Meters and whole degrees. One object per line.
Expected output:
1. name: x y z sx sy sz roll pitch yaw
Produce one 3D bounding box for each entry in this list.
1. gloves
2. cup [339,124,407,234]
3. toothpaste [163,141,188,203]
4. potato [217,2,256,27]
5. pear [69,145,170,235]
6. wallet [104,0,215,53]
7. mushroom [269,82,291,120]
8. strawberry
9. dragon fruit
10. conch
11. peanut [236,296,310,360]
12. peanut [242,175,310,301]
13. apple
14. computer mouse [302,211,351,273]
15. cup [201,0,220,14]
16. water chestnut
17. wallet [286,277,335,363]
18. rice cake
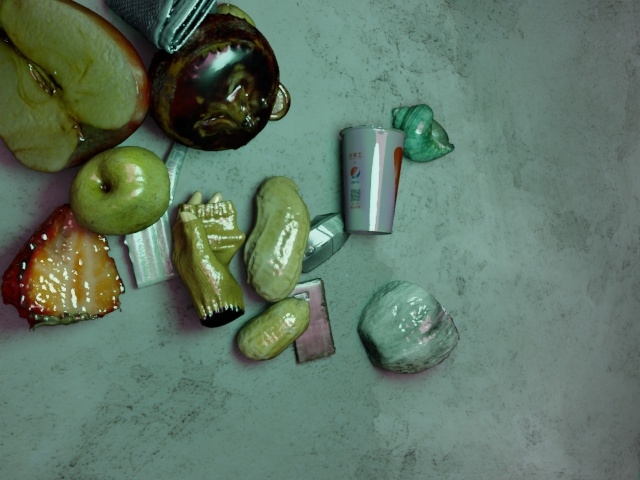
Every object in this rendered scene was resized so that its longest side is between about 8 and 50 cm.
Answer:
1. gloves: -0.290 0.043 1.416 0.203 0.155 0.357 15 66 -65
2. cup: 0.144 -0.165 1.601 0.203 0.203 0.289 6 85 -26
3. toothpaste: -0.378 -0.196 1.432 0.062 0.037 0.216 21 71 -19
4. potato: -0.225 -0.572 1.492 0.138 0.070 0.092 39 76 -21
5. pear: -0.452 -0.109 1.286 0.228 0.211 0.188 -38 78 3
6. wallet: -0.365 -0.585 1.266 0.237 0.342 0.075 -52 146 7
7. mushroom: -0.142 -0.390 1.547 0.123 0.052 0.123 1 88 -19
8. strawberry: -0.616 0.071 1.279 0.253 0.150 0.280 -21 94 -55
9. dragon fruit: 0.259 0.285 1.671 0.221 0.204 0.283 -33 104 -21
10. conch: 0.306 -0.335 1.724 0.202 0.134 0.196 63 27 -8
11. peanut: -0.121 0.241 1.521 0.224 0.129 0.129 -33 105 -1
12. peanut: -0.111 -0.005 1.508 0.158 0.174 0.340 22 81 -41
13. apple: -0.570 -0.346 1.211 0.329 0.295 0.365 -44 100 -24
14. computer mouse: 0.002 0.002 1.613 0.231 0.071 0.126 -35 105 -20
15. cup: -0.333 -0.584 1.398 0.150 0.199 0.199 27 79 -45
16. water chestnut: -0.236 -0.363 1.345 0.350 0.302 0.350 -22 140 -20
17. wallet: -0.031 0.232 1.616 0.124 0.042 0.230 -12 98 -15
18. rice cake: -0.436 -0.005 1.418 0.127 0.043 0.237 -14 96 -23
